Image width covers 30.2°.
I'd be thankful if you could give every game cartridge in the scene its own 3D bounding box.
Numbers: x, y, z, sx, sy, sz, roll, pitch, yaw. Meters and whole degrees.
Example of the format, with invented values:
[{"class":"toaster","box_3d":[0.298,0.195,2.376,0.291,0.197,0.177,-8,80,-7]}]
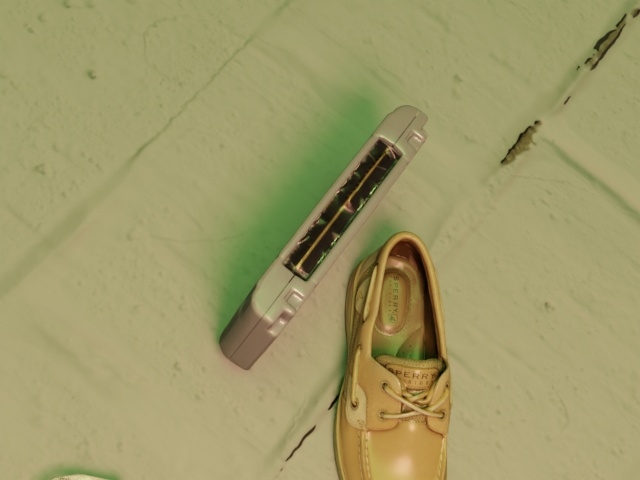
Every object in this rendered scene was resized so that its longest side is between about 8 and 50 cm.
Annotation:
[{"class":"game cartridge","box_3d":[0.000,0.000,1.265,0.060,0.196,0.294,36,64,3]}]

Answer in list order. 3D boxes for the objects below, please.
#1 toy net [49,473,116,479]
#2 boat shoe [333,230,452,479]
[{"class":"toy net","box_3d":[-0.306,0.277,1.169,0.232,0.045,0.122,-18,72,-21]},{"class":"boat shoe","box_3d":[0.081,0.159,1.267,0.121,0.110,0.341,1,68,-13]}]
